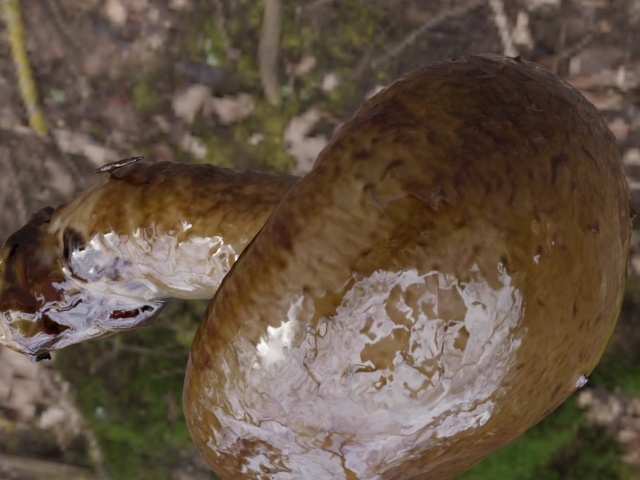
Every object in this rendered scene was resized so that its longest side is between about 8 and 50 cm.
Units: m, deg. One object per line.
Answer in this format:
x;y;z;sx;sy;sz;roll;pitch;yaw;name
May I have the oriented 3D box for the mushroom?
0.018;0.002;0.974;0.331;0.334;0.356;-5;-138;-46;mushroom
